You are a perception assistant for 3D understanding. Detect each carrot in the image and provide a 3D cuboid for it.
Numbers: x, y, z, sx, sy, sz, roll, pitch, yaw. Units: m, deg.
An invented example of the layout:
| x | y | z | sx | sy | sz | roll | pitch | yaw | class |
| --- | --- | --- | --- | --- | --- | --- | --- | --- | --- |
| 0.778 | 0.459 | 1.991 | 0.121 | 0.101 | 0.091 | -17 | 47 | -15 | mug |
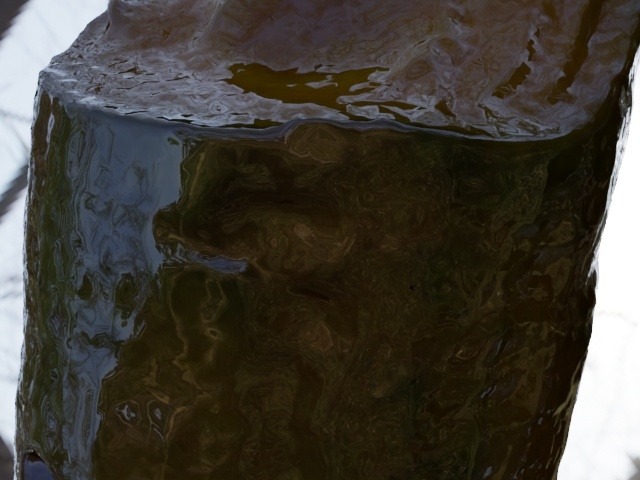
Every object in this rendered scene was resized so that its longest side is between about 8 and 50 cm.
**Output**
| x | y | z | sx | sy | sz | roll | pitch | yaw | class |
| --- | --- | --- | --- | --- | --- | --- | --- | --- | --- |
| 0.000 | 0.000 | 0.776 | 0.241 | 0.241 | 0.341 | -4 | -75 | -48 | carrot |
